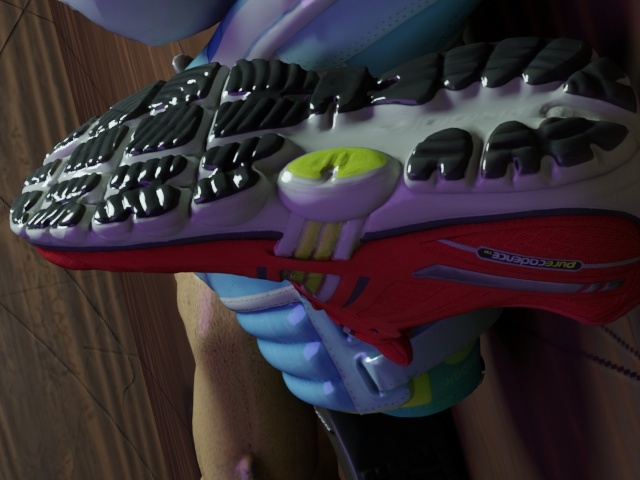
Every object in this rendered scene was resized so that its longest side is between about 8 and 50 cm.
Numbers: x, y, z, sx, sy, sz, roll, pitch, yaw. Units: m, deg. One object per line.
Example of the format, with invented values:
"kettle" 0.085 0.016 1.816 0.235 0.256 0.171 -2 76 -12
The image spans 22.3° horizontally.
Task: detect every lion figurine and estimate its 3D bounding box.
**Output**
"lion figurine" -0.039 0.095 1.045 0.240 0.142 0.392 -97 -9 -63

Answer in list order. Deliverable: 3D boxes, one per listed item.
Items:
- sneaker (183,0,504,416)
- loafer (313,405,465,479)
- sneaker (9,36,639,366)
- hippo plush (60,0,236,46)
"sneaker" 0.041 -0.032 0.745 0.208 0.127 0.319 52 146 1
"loafer" 0.021 0.079 0.956 0.078 0.080 0.220 157 99 -76
"sneaker" 0.000 0.000 0.644 0.107 0.279 0.118 -61 -39 -43
"hippo plush" -0.109 -0.223 0.726 0.294 0.234 0.236 -109 25 -47
